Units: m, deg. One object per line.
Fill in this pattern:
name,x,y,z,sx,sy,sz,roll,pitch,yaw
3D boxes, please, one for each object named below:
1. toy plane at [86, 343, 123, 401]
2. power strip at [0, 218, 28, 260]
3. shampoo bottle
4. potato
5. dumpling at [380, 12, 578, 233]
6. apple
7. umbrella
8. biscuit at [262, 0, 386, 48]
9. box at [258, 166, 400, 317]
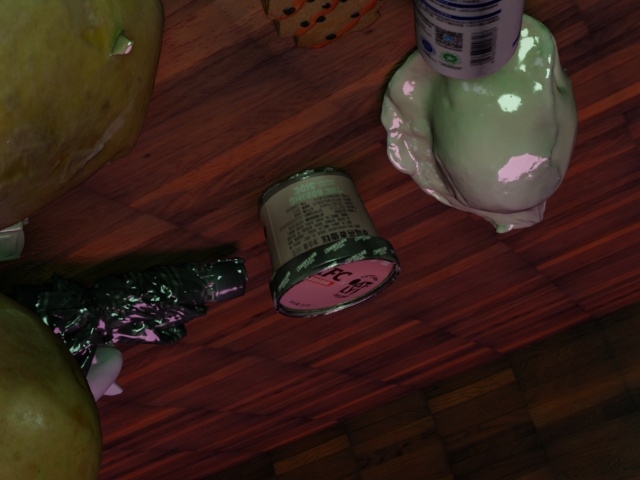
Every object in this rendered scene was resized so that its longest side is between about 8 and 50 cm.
toy plane,-0.396,0.196,1.241,0.267,0.122,0.266,-12,140,-10
power strip,-0.366,-0.002,0.879,0.175,0.042,0.075,-9,159,-23
shampoo bottle,0.107,-0.227,0.652,0.092,0.092,0.303,-19,158,1
potato,-0.216,-0.084,0.632,0.299,0.116,0.239,-18,157,-46
dumpling,0.156,-0.115,0.915,0.193,0.147,0.258,12,136,13
apple,-0.385,0.199,0.872,0.339,0.338,0.305,-23,145,11
umbrella,-0.251,0.099,1.124,0.337,0.128,0.154,-9,155,-33
biscuit,0.001,-0.194,0.744,0.119,0.019,0.130,-34,154,35
box,0.000,0.000,1.070,0.151,0.135,0.151,-17,156,-8
